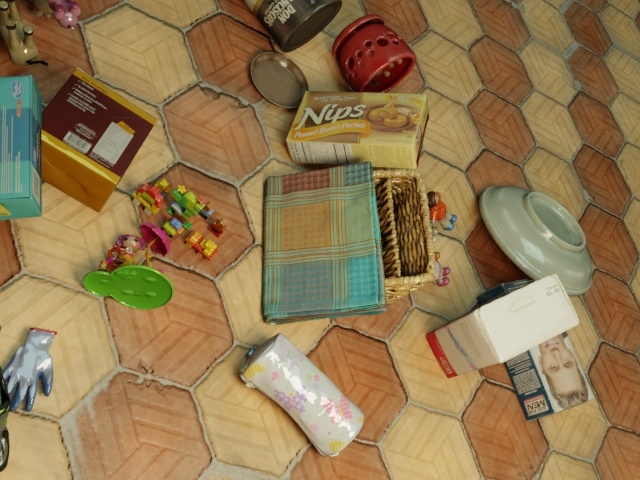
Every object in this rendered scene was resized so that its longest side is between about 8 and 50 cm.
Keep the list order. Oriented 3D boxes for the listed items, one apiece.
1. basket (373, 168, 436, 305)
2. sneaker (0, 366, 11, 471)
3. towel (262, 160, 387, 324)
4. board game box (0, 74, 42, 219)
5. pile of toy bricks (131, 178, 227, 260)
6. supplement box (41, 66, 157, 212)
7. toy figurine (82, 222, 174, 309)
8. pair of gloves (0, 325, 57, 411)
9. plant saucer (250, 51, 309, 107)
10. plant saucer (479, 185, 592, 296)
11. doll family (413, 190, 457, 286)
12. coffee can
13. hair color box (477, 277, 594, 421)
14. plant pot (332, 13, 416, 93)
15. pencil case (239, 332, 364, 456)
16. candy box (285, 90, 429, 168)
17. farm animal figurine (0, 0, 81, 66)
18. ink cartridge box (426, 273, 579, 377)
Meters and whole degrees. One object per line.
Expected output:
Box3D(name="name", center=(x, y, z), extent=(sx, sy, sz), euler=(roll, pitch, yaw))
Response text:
Box3D(name="basket", center=(0.111, -0.016, 1.731), extent=(0.214, 0.223, 0.299), euler=(13, 60, -28))
Box3D(name="sneaker", center=(-0.544, 0.288, 1.218), extent=(0.067, 0.078, 0.188), euler=(-2, 86, -30))
Box3D(name="towel", center=(0.000, 0.000, 1.662), extent=(0.272, 0.040, 0.370), euler=(-8, 63, 11))
Box3D(name="board game box", center=(-0.668, -0.153, 1.301), extent=(0.336, 0.079, 0.253), euler=(-6, 67, -8))
Box3D(name="pile of toy bricks", center=(-0.280, -0.067, 1.576), extent=(0.212, 0.105, 0.118), euler=(41, 50, -8))
Box3D(name="supplement box", center=(-0.471, -0.202, 1.507), extent=(0.191, 0.129, 0.194), euler=(32, 52, -15))
Box3D(name="toy figurine", center=(-0.368, 0.035, 1.484), extent=(0.173, 0.130, 0.159), euler=(5, 46, -4))
Box3D(name="pair of gloves", center=(-0.561, 0.208, 1.298), extent=(0.198, 0.023, 0.159), euler=(19, 59, -19))
Box3D(name="plant saucer", center=(-0.109, -0.408, 1.921), extent=(0.169, 0.029, 0.168), euler=(15, 59, -26))
Box3D(name="plant saucer", center=(0.629, -0.028, 2.086), extent=(0.401, 0.100, 0.400), euler=(25, 37, -21))
Box3D(name="doll family", center=(0.252, -0.008, 1.886), extent=(0.163, 0.118, 0.262), euler=(42, 49, -44))
Box3D(name="coffee can", center=(-0.106, -0.663, 1.947), extent=(0.275, 0.201, 0.201), euler=(52, 50, 1))
Box3D(name="hair color box", center=(0.562, 0.277, 1.947), extent=(0.174, 0.105, 0.347), euler=(-7, 71, -36))
Box3D(name="plant pot", center=(0.137, -0.505, 2.031), extent=(0.191, 0.191, 0.174), euler=(-26, 76, -39))
Box3D(name="pencil case", center=(-0.037, 0.316, 1.528), extent=(0.273, 0.113, 0.124), euler=(44, 59, -6))
Box3D(name="candy box", center=(0.094, -0.274, 1.825), extent=(0.317, 0.087, 0.182), euler=(5, 52, 18))
Box3D(name="farm animal figurine", center=(-0.625, -0.528, 1.569), extent=(0.327, 0.172, 0.330), euler=(30, 60, -1))
Box3D(name="ink cartridge box", center=(0.409, 0.204, 1.721), extent=(0.226, 0.306, 0.131), euler=(-23, 81, -17))
